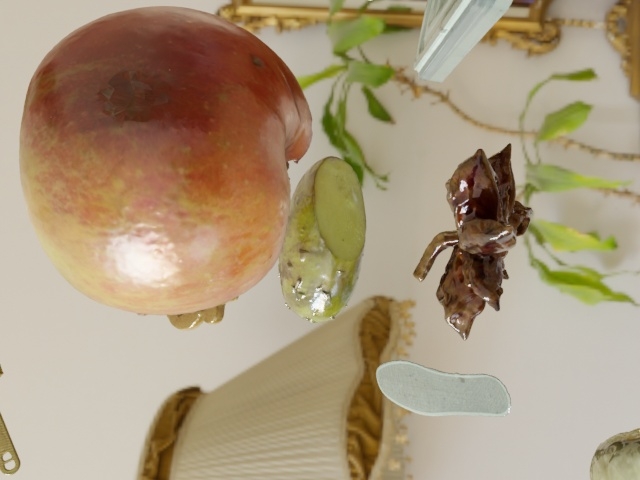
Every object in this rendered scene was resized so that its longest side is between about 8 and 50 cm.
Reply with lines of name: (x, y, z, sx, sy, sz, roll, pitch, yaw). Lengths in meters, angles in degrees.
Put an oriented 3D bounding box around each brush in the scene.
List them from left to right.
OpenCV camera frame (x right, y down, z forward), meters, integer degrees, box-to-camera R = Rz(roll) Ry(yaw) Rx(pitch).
brush: (-0.536, 0.277, 1.388, 0.010, 0.083, 0.218, 146, 101, -81)

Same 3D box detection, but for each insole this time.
insole: (0.159, 0.203, 1.149, 0.003, 0.232, 0.080, -20, -78, -40)

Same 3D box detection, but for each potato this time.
potato: (0.000, 0.000, 1.503, 0.141, 0.176, 0.298, -5, -78, -40)

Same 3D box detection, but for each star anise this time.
star anise: (0.182, -0.011, 0.970, 0.212, 0.111, 0.196, -60, -14, -23)

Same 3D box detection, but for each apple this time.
apple: (-0.135, -0.094, 0.752, 0.163, 0.252, 0.292, 89, -178, -69)

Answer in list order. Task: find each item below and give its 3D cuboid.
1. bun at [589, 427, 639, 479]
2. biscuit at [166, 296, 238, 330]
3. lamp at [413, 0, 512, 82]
bun: (0.353, 0.227, 0.737, 0.244, 0.244, 0.153, 66, -159, -76)
biscuit: (-0.269, 0.112, 1.905, 0.035, 0.249, 0.184, 9, -126, -48)
lamp: (0.172, -0.331, 0.928, 0.266, 0.047, 0.269, 128, 155, -79)
